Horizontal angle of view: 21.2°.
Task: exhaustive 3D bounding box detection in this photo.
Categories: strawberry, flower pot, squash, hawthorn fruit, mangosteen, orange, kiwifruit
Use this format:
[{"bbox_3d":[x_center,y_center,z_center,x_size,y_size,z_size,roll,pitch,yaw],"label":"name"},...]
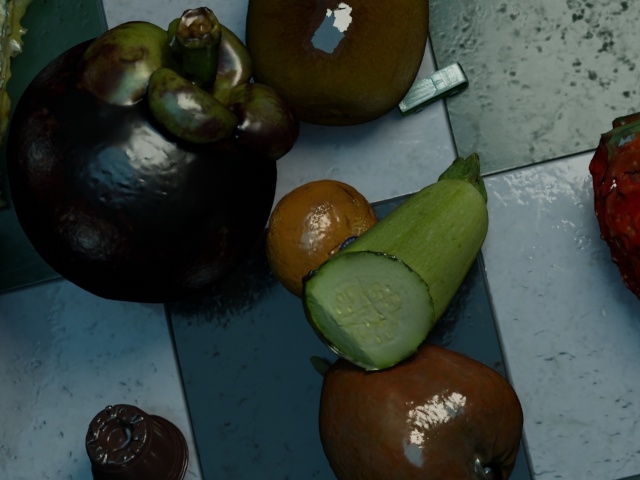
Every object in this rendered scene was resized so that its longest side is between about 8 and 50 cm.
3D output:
[{"bbox_3d":[0.413,-0.006,1.739,0.239,0.250,0.288,-20,108,-2],"label":"strawberry"},{"bbox_3d":[-0.206,0.225,1.837,0.111,0.089,0.111,-5,64,11],"label":"flower pot"},{"bbox_3d":[0.119,0.006,1.781,0.137,0.137,0.287,43,54,9],"label":"squash"},{"bbox_3d":[0.085,0.185,1.787,0.251,0.199,0.199,36,89,25],"label":"hawthorn fruit"},{"bbox_3d":[-0.163,-0.083,1.779,0.313,0.297,0.297,-17,82,15],"label":"mangosteen"},{"bbox_3d":[0.002,0.000,1.836,0.136,0.117,0.135,-11,113,-29],"label":"orange"},{"bbox_3d":[0.018,-0.242,1.826,0.196,0.196,0.234,1,81,7],"label":"kiwifruit"}]

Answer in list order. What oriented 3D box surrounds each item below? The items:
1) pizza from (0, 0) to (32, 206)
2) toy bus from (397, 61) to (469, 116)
[{"bbox_3d":[-0.407,-0.192,1.932,0.280,0.075,0.287,41,88,5],"label":"pizza"},{"bbox_3d":[0.121,-0.167,1.881,0.083,0.037,0.031,-26,82,3],"label":"toy bus"}]
